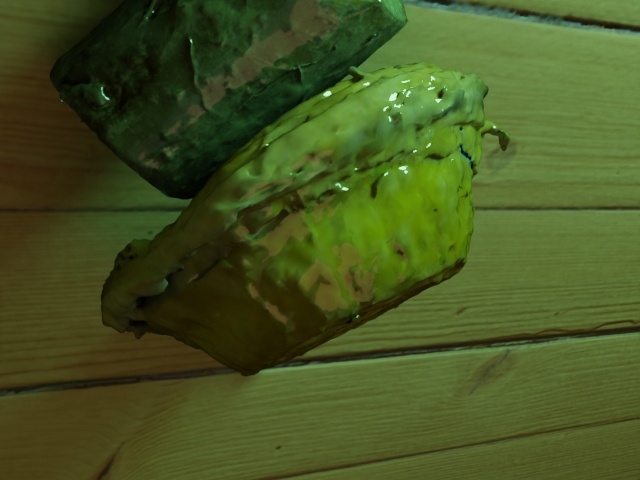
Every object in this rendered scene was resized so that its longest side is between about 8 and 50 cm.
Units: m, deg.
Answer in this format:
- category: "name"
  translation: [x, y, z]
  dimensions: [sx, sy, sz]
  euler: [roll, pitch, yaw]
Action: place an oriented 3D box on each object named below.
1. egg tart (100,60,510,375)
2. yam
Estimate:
- category: "egg tart"
  translation: [0.000, 0.000, 0.807]
  dimensions: [0.387, 0.169, 0.388]
  euler: [-30, 173, -4]
- category: "yam"
  translation: [-0.066, -0.155, 0.723]
  dimensions: [0.268, 0.161, 0.161]
  euler: [-37, 140, 11]
